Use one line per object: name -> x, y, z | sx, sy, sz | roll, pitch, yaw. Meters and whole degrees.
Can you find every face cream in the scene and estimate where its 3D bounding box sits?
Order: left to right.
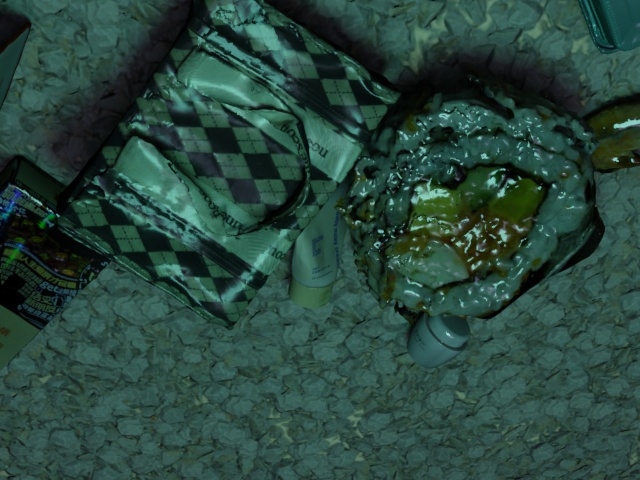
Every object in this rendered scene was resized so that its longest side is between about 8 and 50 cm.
face cream -> 0.000, 0.000, 1.499 | 0.114, 0.070, 0.224 | -26, 140, -42
face cream -> 0.198, 0.164, 1.630 | 0.091, 0.091, 0.095 | 25, 126, -22

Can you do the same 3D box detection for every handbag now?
handbag -> -0.135, -0.132, 1.308 | 0.317, 0.180, 0.416 | 34, 98, -22

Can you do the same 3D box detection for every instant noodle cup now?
instant noodle cup -> 0.437, -0.343, 1.320 | 0.157, 0.070, 0.179 | -25, 125, 13

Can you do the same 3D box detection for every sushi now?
sushi -> 0.217, -0.061, 1.416 | 0.418, 0.176, 0.417 | -5, 127, -7

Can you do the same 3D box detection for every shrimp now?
shrimp -> 0.512, -0.173, 1.451 | 0.262, 0.066, 0.117 | -10, 141, 18

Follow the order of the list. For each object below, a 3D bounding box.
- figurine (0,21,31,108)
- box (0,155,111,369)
figurine -> -0.528, -0.236, 1.249 | 0.226, 0.160, 0.183 | 25, 118, -11
box -> -0.477, 0.042, 1.472 | 0.310, 0.084, 0.198 | -41, 119, 20
